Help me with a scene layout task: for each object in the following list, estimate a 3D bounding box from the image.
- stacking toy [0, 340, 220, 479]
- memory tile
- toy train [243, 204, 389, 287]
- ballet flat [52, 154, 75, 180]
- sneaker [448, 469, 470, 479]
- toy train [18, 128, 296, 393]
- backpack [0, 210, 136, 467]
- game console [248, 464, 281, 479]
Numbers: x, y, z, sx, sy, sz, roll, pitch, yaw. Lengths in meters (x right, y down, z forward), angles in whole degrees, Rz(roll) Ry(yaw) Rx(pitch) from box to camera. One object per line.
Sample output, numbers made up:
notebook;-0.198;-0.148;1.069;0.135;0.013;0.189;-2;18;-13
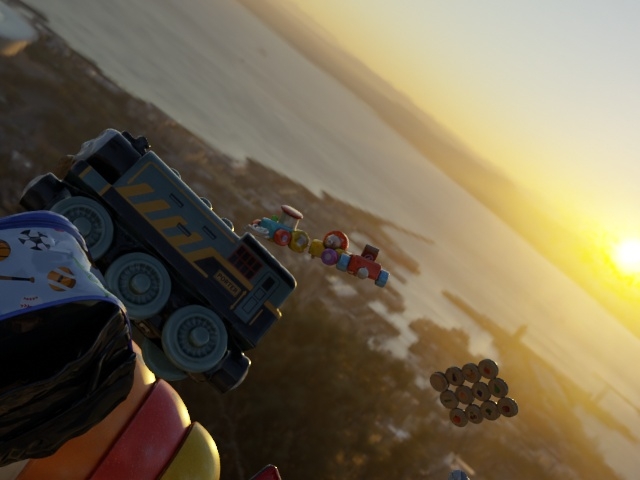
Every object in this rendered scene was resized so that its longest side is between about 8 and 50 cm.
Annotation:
stacking toy;-0.306;0.407;1.740;0.480;0.351;0.350;37;10;-7
memory tile;0.265;0.267;1.656;0.012;0.148;0.113;-28;93;-46
toy train;0.000;0.000;1.066;0.166;0.046;0.125;23;-1;-1
ballet flat;-0.360;0.046;1.261;0.124;0.342;0.116;-23;55;-37
sneaker;0.232;0.441;1.490;0.281;0.105;0.115;79;12;-60
toy train;-0.187;0.023;1.115;0.334;0.190;0.142;44;-27;-7
backpack;-0.296;0.094;0.795;0.213;0.263;0.276;62;-25;27
game console;-0.126;0.407;1.411;0.085;0.144;0.124;12;-53;47
